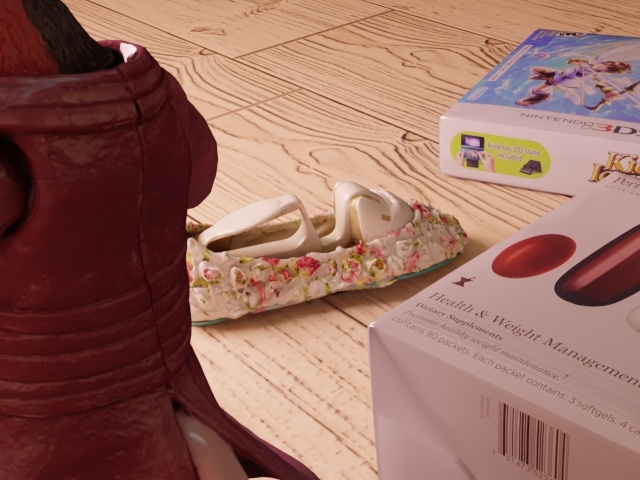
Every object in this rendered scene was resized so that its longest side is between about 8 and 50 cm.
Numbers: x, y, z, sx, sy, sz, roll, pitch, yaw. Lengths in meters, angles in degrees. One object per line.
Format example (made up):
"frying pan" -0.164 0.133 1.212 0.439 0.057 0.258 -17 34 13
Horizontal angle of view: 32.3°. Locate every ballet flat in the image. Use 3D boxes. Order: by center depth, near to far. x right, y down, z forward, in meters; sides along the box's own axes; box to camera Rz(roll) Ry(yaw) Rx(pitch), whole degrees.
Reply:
"ballet flat" 0.000 0.000 0.802 0.241 0.077 0.091 -15 29 -20

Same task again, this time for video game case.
"video game case" 0.271 -0.119 1.002 0.244 0.061 0.269 12 32 25

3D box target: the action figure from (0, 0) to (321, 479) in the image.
"action figure" -0.102 0.039 0.435 0.276 0.370 0.248 18 36 34

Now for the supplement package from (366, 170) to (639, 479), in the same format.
"supplement package" 0.164 0.089 0.540 0.203 0.149 0.194 -29 37 -36
